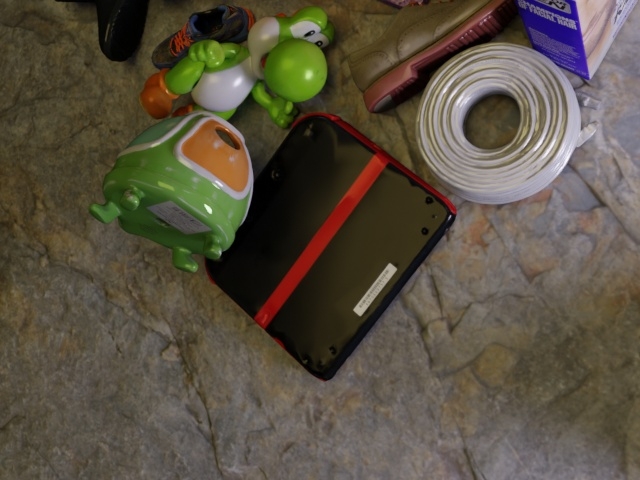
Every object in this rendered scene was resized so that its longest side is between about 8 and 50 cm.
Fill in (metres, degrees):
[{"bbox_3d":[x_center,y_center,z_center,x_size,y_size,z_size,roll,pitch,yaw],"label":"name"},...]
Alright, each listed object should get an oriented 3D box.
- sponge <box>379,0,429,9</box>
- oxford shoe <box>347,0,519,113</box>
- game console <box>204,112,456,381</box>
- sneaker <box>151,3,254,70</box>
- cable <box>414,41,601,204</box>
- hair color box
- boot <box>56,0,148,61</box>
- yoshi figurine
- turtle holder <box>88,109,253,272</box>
[{"bbox_3d":[0.173,-0.505,1.318,0.117,0.031,0.210,33,98,23],"label":"sponge"},{"bbox_3d":[0.192,-0.357,1.242,0.348,0.123,0.130,-33,77,17],"label":"oxford shoe"},{"bbox_3d":[0.000,0.000,1.338,0.342,0.060,0.386,40,101,18],"label":"game console"},{"bbox_3d":[-0.239,-0.397,1.455,0.221,0.087,0.083,-25,75,19],"label":"sneaker"},{"bbox_3d":[0.279,-0.185,1.210,0.257,0.089,0.257,41,101,21],"label":"cable"},{"bbox_3d":[0.370,-0.368,1.052,0.110,0.339,0.185,32,98,23],"label":"hair color box"},{"bbox_3d":[-0.464,-0.490,1.555,0.207,0.094,0.246,10,82,20],"label":"boot"},{"bbox_3d":[-0.134,-0.283,1.355,0.362,0.203,0.203,-26,91,17],"label":"yoshi figurine"},{"bbox_3d":[-0.242,-0.087,1.331,0.243,0.320,0.227,24,67,-3],"label":"turtle holder"}]
